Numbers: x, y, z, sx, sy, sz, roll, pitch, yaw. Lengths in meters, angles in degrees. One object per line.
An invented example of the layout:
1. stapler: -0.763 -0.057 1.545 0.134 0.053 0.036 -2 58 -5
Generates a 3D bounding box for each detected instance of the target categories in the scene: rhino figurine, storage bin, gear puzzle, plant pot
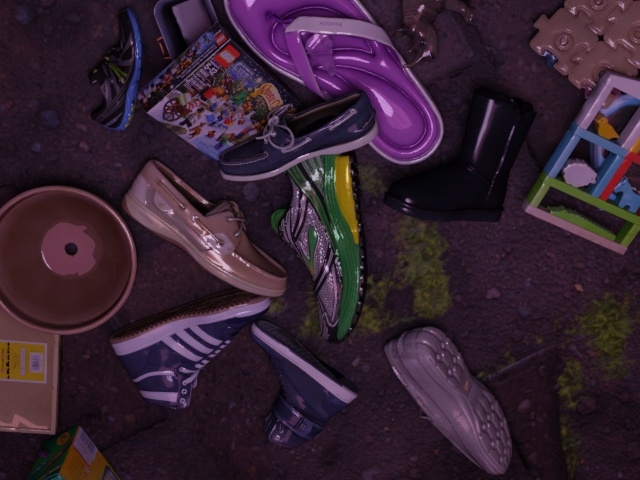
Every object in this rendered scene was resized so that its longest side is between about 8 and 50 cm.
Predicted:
1. rhino figurine: 0.181 -0.368 1.425 0.106 0.073 0.243 27 92 -11
2. storage bin: -0.193 -0.307 1.433 0.098 0.091 0.135 -20 107 4
3. gear puzzle: 0.484 -0.378 1.462 0.175 0.044 0.339 42 96 5
4. plant pot: -0.406 0.024 1.513 0.237 0.110 0.237 -1 100 -3

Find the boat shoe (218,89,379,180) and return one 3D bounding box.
1. boat shoe: -0.041 -0.158 1.423 0.254 0.095 0.079 -14 131 13

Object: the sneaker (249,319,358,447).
1. sneaker: -0.069 0.253 1.621 0.226 0.086 0.163 41 99 -15

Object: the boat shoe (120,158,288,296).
1. boat shoe: -0.169 -0.017 1.522 0.302 0.109 0.098 34 104 -7

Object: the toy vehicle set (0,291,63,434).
1. toy vehicle set: -0.524 0.198 1.609 0.166 0.035 0.267 6 107 -4

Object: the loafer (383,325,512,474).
1. loafer: 0.225 0.280 1.644 0.111 0.112 0.319 -18 113 41

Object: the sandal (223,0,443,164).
1. sandal: 0.037 -0.275 1.446 0.416 0.102 0.169 38 102 -15

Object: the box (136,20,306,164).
1. box: -0.142 -0.206 1.416 0.159 0.044 0.233 -39 149 10

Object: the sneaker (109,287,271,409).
1. sneaker: -0.196 0.183 1.585 0.282 0.099 0.153 -18 103 10

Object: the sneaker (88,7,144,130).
1. sneaker: -0.314 -0.261 1.455 0.078 0.067 0.188 11 110 -12

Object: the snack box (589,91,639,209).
1. snack box: 0.599 -0.161 1.532 0.322 0.060 0.187 -7 108 0

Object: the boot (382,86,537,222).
1. boot: 0.218 -0.137 1.473 0.246 0.094 0.207 1 111 -36

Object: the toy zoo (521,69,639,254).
1. toy zoo: 0.468 -0.135 1.471 0.192 0.030 0.293 23 114 -14

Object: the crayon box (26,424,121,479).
1. crayon box: -0.386 0.477 1.637 0.081 0.165 0.278 -29 106 7

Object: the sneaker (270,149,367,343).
1. sneaker: 0.000 0.000 1.535 0.146 0.134 0.343 -6 99 6
